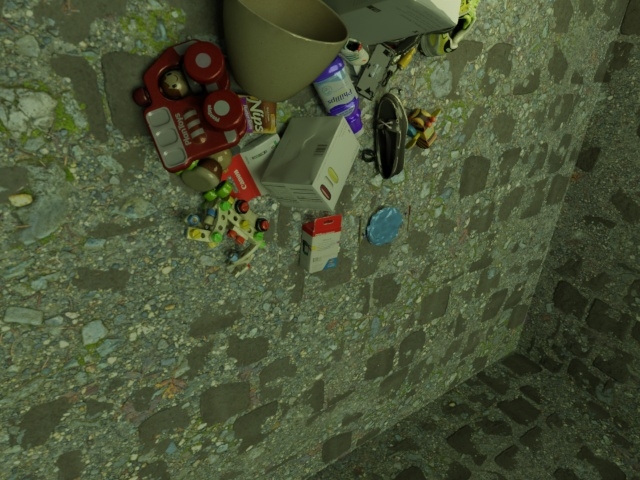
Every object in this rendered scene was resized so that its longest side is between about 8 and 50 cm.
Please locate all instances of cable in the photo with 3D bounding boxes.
[{"bbox_3d":[0.328,-0.707,1.528,0.287,0.139,0.072,-36,174,-2],"label":"cable"}]

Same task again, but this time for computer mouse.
[{"bbox_3d":[0.129,-0.344,1.648,0.242,0.041,0.071,18,78,-48],"label":"computer mouse"}]

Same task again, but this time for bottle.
[{"bbox_3d":[0.066,-0.468,1.467,0.118,0.092,0.282,-25,131,9],"label":"bottle"}]

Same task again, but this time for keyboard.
[{"bbox_3d":[0.193,-0.566,1.491,0.108,0.023,0.180,21,104,-28],"label":"keyboard"}]

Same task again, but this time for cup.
[{"bbox_3d":[-0.121,-0.520,1.188,0.332,0.330,0.236,-8,146,-35],"label":"cup"}]

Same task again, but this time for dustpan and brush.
[{"bbox_3d":[0.128,-0.570,1.494,0.147,0.060,0.211,-42,133,-11],"label":"dustpan and brush"}]

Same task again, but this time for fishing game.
[{"bbox_3d":[0.278,-0.064,1.923,0.264,0.041,0.188,-17,124,-21],"label":"fishing game"}]

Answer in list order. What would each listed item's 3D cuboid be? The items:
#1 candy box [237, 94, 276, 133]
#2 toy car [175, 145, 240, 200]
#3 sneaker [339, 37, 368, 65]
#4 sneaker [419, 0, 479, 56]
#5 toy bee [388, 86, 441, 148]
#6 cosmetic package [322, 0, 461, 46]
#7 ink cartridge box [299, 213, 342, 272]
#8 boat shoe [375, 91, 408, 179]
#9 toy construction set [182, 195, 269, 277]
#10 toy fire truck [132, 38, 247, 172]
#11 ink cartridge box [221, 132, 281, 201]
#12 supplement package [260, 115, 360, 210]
[{"bbox_3d":[-0.223,-0.380,1.324,0.187,0.053,0.108,-9,110,-36],"label":"candy box"},{"bbox_3d":[-0.319,-0.239,1.309,0.155,0.149,0.188,42,61,-32],"label":"toy car"},{"bbox_3d":[0.110,-0.594,1.388,0.161,0.075,0.057,10,101,-45],"label":"sneaker"},{"bbox_3d":[0.514,-0.833,1.589,0.145,0.147,0.384,22,99,-42],"label":"sneaker"},{"bbox_3d":[0.381,-0.440,1.702,0.299,0.162,0.195,12,108,-42],"label":"toy bee"},{"bbox_3d":[0.174,-0.675,1.234,0.218,0.385,0.156,6,96,-37],"label":"cosmetic package"},{"bbox_3d":[0.000,0.000,1.710,0.134,0.078,0.230,-12,121,-34],"label":"ink cartridge box"},{"bbox_3d":[0.262,-0.382,1.667,0.095,0.112,0.334,-46,139,-34],"label":"boat shoe"},{"bbox_3d":[-0.288,-0.015,1.424,0.214,0.151,0.327,-65,147,-24],"label":"toy construction set"},{"bbox_3d":[-0.342,-0.355,1.147,0.254,0.169,0.301,-22,93,-6],"label":"toy fire truck"},{"bbox_3d":[-0.206,-0.223,1.439,0.225,0.056,0.180,-39,132,-17],"label":"ink cartridge box"},{"bbox_3d":[-0.027,-0.245,1.394,0.145,0.204,0.261,48,58,-50],"label":"supplement package"}]
